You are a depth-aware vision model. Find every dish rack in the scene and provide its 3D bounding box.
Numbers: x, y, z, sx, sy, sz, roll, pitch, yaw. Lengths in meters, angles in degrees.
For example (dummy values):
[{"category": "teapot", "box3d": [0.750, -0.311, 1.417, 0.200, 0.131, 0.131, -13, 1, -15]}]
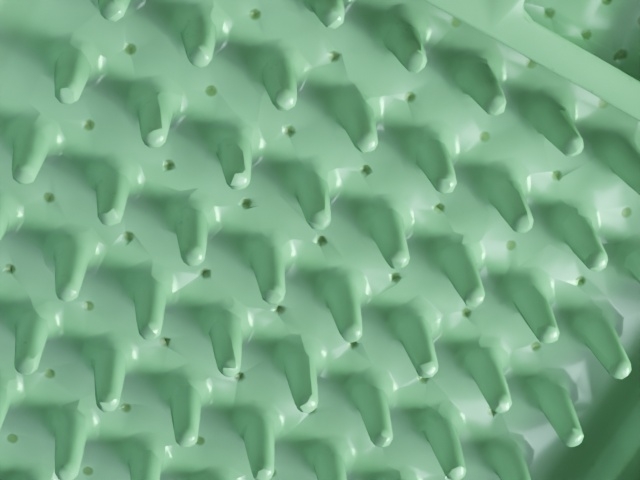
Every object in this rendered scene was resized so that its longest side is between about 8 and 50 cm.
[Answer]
[{"category": "dish rack", "box3d": [0.000, 0.000, 0.456, 0.333, 0.285, 0.072, -59, -163, 16]}]
